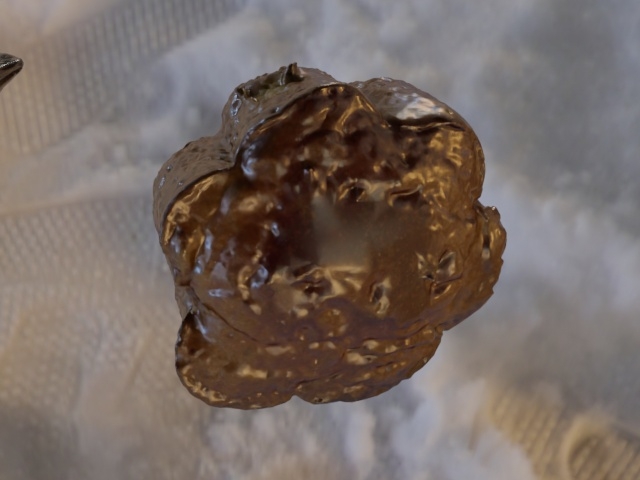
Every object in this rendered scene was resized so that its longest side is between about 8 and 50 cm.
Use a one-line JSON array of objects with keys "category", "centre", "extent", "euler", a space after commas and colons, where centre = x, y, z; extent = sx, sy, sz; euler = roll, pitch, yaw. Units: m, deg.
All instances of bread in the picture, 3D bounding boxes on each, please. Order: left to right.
[{"category": "bread", "centre": [0.005, -0.011, 1.220], "extent": [0.247, 0.232, 0.135], "euler": [-13, 32, -14]}]

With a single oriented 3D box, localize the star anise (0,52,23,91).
[{"category": "star anise", "centre": [-0.313, -0.052, 1.135], "extent": [0.212, 0.129, 0.283], "euler": [14, 101, -12]}]
